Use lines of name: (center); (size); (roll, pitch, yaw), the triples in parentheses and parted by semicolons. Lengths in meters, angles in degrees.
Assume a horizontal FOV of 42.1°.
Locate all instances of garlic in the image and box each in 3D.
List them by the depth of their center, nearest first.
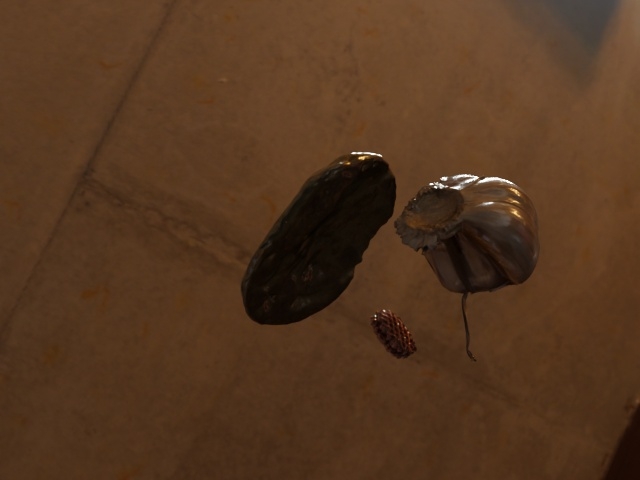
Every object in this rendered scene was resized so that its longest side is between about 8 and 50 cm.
garlic: (0.191, 0.026, 1.167); (0.207, 0.207, 0.257); (19, -89, -40)

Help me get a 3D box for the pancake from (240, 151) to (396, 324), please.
pancake: (-0.001, -0.001, 0.955); (0.222, 0.042, 0.236); (-19, -38, -39)

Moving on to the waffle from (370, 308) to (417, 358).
waffle: (0.106, 0.135, 1.219); (0.029, 0.083, 0.075); (-38, -18, 23)
